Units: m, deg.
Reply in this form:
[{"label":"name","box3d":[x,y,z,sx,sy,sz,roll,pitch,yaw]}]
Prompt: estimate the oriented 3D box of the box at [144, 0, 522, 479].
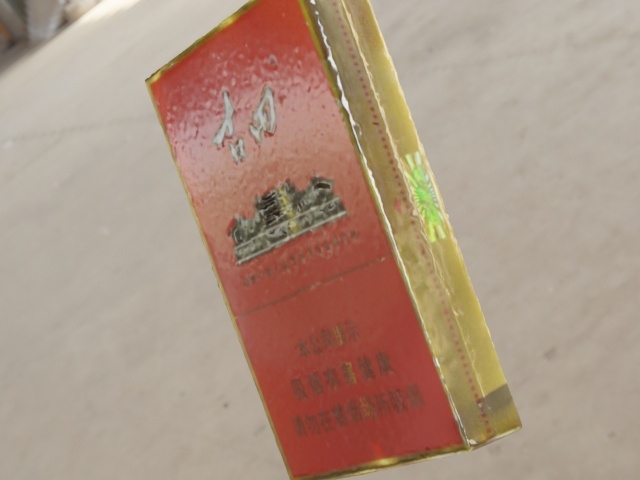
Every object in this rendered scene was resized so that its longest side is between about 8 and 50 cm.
[{"label":"box","box3d":[0.000,0.000,0.411,0.023,0.133,0.090,-19,-2,-37]}]
